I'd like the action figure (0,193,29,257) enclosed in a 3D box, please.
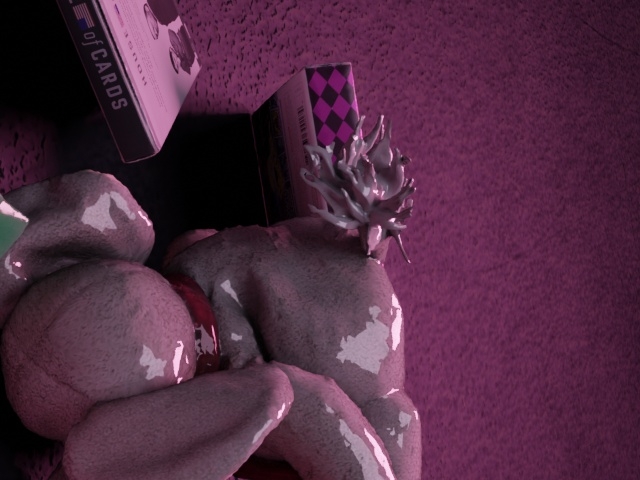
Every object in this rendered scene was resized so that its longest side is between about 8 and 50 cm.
[{"bbox_3d":[-0.250,0.054,0.802,0.137,0.063,0.232,39,58,-38],"label":"action figure"}]

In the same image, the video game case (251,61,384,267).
[{"bbox_3d":[0.000,0.000,1.137,0.210,0.041,0.232,159,-78,-76],"label":"video game case"}]

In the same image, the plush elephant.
[{"bbox_3d":[-0.081,0.088,0.929,0.272,0.255,0.330,-124,-149,-44],"label":"plush elephant"}]

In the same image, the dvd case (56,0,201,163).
[{"bbox_3d":[-0.134,-0.167,1.015,0.239,0.029,0.179,-82,153,-70],"label":"dvd case"}]
